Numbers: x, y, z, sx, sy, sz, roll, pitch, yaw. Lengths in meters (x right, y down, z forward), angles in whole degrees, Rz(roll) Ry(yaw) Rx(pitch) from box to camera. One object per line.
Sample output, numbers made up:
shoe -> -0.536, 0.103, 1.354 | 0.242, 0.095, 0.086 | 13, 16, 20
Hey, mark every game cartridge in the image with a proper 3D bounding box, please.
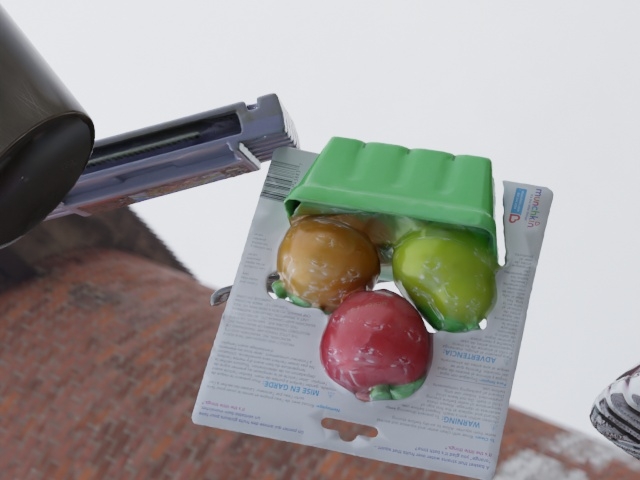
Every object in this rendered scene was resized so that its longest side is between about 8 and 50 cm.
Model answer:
game cartridge -> -0.204, -0.092, 1.718 | 0.230, 0.355, 0.068 | 54, -158, -80

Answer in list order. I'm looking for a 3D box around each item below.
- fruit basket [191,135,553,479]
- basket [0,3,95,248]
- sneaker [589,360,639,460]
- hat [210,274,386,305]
fruit basket -> 0.063, 0.070, 1.532 | 0.165, 0.327, 0.353 | 69, -148, -64
basket -> -0.284, -0.108, 1.007 | 0.204, 0.227, 0.154 | -48, -15, 0
sneaker -> 0.319, 0.081, 1.083 | 0.162, 0.106, 0.281 | -54, 2, -24
hat -> 0.000, 0.000, 1.880 | 0.331, 0.331, 0.134 | -4, -96, -54
